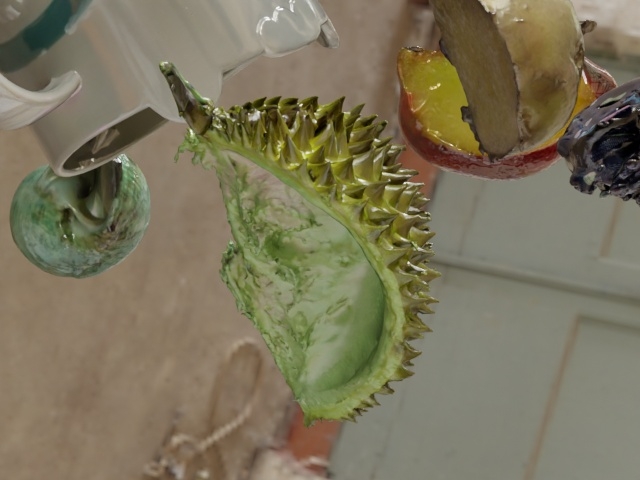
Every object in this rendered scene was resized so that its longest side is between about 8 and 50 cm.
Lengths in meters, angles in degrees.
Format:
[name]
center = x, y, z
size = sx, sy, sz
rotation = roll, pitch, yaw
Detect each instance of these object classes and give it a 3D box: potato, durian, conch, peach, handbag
[potato]
center = 0.126, -0.146, 0.968
size = 0.172, 0.089, 0.100
rotation = 69, -15, -2
[durian]
center = 0.000, 0.000, 0.666
size = 0.086, 0.100, 0.215
rotation = -98, 172, -54
[conch]
center = -0.287, -0.040, 1.835
size = 0.122, 0.188, 0.175
rotation = -45, 133, -56
[peach]
center = 0.231, -0.152, 1.890
size = 0.154, 0.267, 0.158
rotation = 43, 46, -79
[handbag]
center = 0.321, -0.098, 1.246
size = 0.162, 0.260, 0.113
rotation = -59, 129, -83

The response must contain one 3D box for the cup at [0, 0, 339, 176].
[cup]
center = -0.160, -0.180, 1.030
size = 0.290, 0.219, 0.257
rotation = -35, 96, -49
